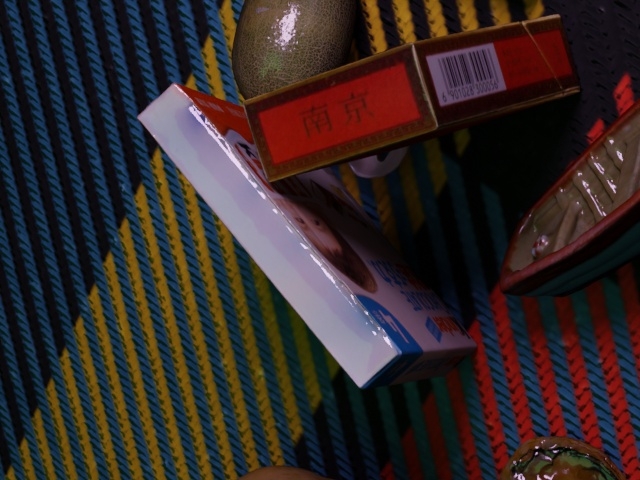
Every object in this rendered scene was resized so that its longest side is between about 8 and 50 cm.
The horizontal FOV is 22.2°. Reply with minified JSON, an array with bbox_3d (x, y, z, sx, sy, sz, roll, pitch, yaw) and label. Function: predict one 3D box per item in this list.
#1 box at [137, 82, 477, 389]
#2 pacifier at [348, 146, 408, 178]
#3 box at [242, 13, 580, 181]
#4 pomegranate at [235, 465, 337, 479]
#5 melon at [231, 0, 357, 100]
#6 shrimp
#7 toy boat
[{"bbox_3d":[0.000,0.000,1.278,0.048,0.273,0.265,-42,78,10],"label":"box"},{"bbox_3d":[0.027,-0.099,1.349,0.099,0.078,0.081,39,113,20],"label":"pacifier"},{"bbox_3d":[0.074,-0.109,1.215,0.153,0.240,0.074,-21,89,35],"label":"box"},{"bbox_3d":[-0.033,0.357,1.376,0.332,0.332,0.332,9,107,32],"label":"pomegranate"},{"bbox_3d":[-0.019,-0.177,1.334,0.099,0.099,0.162,5,74,33],"label":"melon"},{"bbox_3d":[0.195,0.291,1.345,0.117,0.066,0.262,5,106,33],"label":"shrimp"},{"bbox_3d":[0.259,-0.072,1.159,0.079,0.136,0.392,32,138,-12],"label":"toy boat"}]
